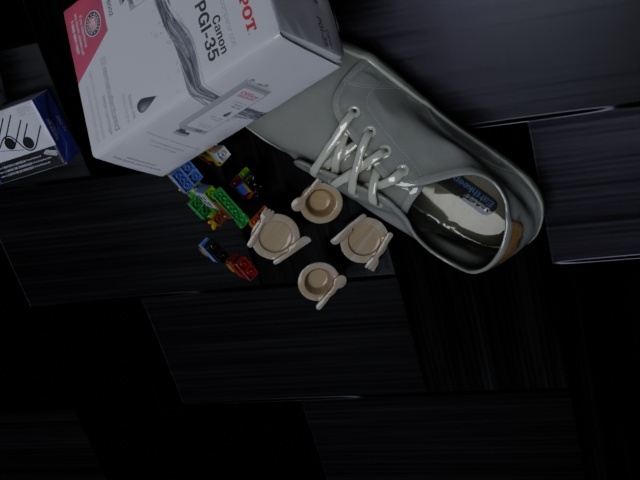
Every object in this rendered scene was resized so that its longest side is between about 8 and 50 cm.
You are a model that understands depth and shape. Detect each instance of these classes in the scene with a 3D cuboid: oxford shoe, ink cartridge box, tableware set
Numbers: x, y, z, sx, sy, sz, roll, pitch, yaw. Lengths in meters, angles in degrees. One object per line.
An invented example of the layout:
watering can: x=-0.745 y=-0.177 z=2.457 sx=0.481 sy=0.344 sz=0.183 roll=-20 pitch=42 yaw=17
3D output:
oxford shoe: x=0.060 y=-0.108 z=1.132 sx=0.449 sy=0.130 sz=0.169 roll=31 pitch=128 yaw=0
ink cartridge box: x=-0.138 y=-0.229 z=1.070 sx=0.283 sy=0.117 sz=0.207 roll=-27 pitch=68 yaw=29
tableware set: x=0.000 y=0.000 z=1.240 sx=0.141 sy=0.020 sz=0.169 roll=-45 pitch=111 yaw=10
ink cartridge box: x=-0.444 y=-0.131 z=1.325 sx=0.207 sy=0.046 sz=0.097 roll=-14 pitch=114 yaw=24

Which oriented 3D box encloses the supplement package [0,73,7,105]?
supplement package: x=-0.491 y=-0.244 z=1.232 sx=0.105 sy=0.105 sz=0.179 roll=1 pitch=119 yaw=9

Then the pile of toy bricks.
pile of toy bricks: x=-0.140 y=-0.047 z=1.260 sx=0.212 sy=0.118 sz=0.105 roll=52 pitch=160 yaw=-27
